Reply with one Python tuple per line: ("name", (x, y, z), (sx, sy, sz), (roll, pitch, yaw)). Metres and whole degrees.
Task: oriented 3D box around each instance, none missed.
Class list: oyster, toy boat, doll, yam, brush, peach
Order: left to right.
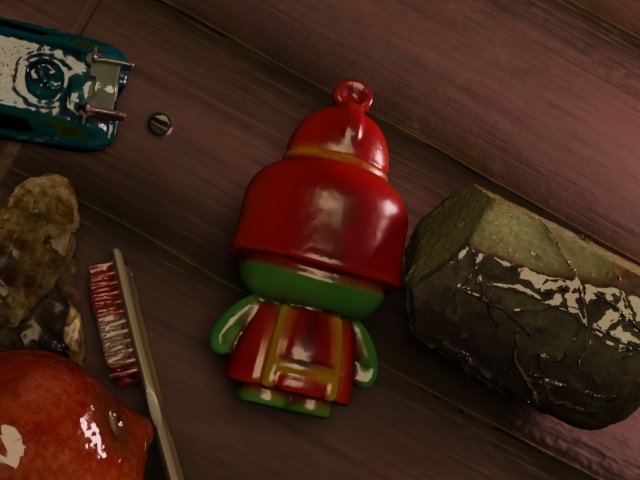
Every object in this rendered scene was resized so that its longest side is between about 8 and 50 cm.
("toy boat", (-0.347, -0.182, 1.718), (0.299, 0.092, 0.134), (10, 78, -12))
("oyster", (-0.294, 0.084, 1.669), (0.166, 0.094, 0.294), (-13, 86, -25))
("peach", (-0.269, 0.205, 1.542), (0.257, 0.232, 0.232), (-23, 83, -27))
("brush", (-0.180, 0.163, 1.661), (0.050, 0.060, 0.321), (-16, 69, -5))
("doll", (0.000, 0.001, 1.720), (0.183, 0.160, 0.363), (14, 73, -8))
("yam", (0.220, 0.069, 1.739), (0.271, 0.202, 0.201), (33, 98, -9))
